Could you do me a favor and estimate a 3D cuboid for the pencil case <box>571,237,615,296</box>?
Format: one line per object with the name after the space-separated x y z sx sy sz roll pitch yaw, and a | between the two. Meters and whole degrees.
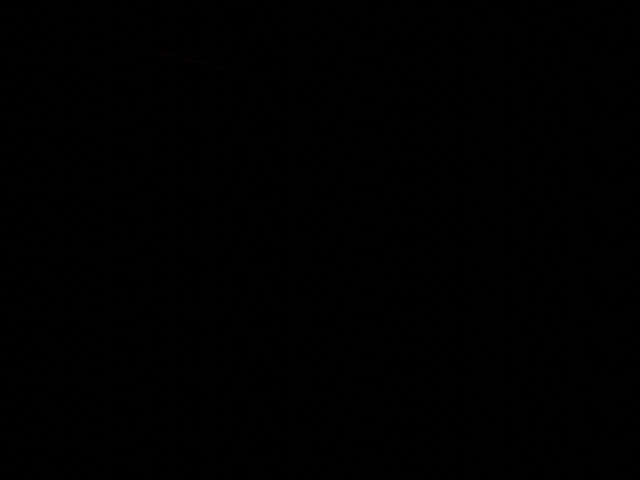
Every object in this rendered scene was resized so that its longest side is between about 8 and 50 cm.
0.113 0.105 0.372 0.088 0.086 0.206 -14 70 58 | pencil case

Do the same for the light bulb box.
0.000 0.000 0.191 0.358 0.225 0.361 120 159 -55 | light bulb box
